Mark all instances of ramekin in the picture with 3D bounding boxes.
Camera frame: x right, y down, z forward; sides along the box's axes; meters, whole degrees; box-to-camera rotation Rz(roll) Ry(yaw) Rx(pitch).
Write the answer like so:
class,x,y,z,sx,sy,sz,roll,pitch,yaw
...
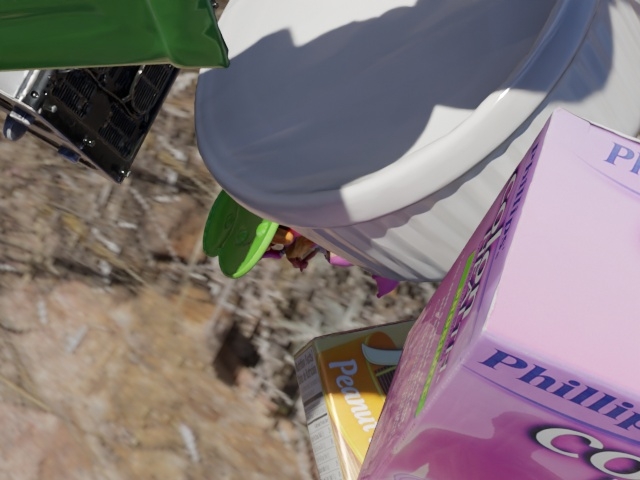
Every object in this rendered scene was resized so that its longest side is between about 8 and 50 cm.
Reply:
class,x,y,z,sx,sy,sz,roll,pitch,yaw
ramekin,0.068,-0.098,0.998,0.273,0.273,0.127,-53,128,-8

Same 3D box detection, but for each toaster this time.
class,x,y,z,sx,sy,sz,roll,pitch,yaw
toaster,-0.157,-0.151,1.131,0.110,0.168,0.185,24,82,19

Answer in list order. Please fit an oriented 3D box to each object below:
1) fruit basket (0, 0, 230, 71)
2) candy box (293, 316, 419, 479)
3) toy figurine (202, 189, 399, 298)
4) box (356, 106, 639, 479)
class,x,y,z,sx,sy,sz,roll,pitch,yaw
fruit basket,-0.009,-0.202,0.630,0.353,0.327,0.165,-24,71,-2
candy box,0.106,0.213,1.275,0.183,0.087,0.316,-10,79,-15
toy figurine,0.000,0.000,1.520,0.159,0.173,0.130,21,72,-22
box,0.151,0.082,0.793,0.214,0.243,0.117,23,60,-2
